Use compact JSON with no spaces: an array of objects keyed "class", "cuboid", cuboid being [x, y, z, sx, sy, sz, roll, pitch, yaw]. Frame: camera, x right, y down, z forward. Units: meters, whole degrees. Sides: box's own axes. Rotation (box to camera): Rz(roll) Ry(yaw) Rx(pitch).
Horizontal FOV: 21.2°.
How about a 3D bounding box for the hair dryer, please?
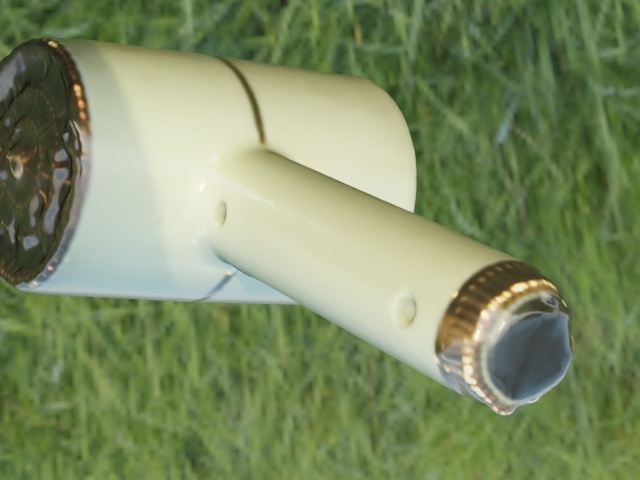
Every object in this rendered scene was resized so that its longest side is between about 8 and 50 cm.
[{"class":"hair dryer","cuboid":[0.000,0.000,0.782,0.203,0.128,0.362,4,-167,-35]}]
